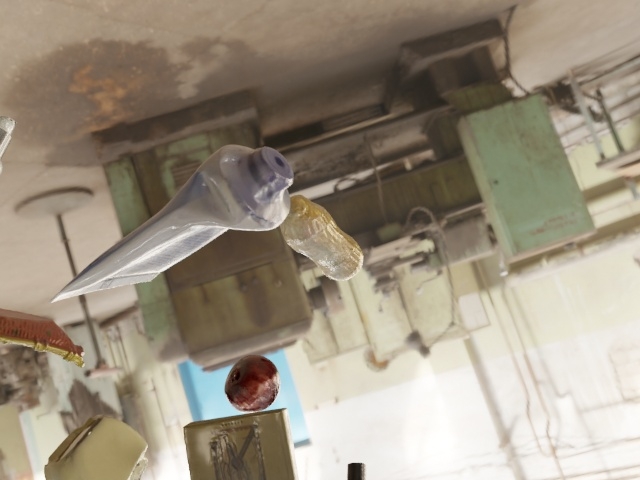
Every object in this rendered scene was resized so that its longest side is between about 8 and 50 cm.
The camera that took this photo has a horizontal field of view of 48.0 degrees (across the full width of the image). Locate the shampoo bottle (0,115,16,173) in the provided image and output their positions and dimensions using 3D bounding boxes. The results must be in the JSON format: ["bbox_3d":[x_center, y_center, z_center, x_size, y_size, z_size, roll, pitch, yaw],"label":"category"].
[{"bbox_3d":[-0.632,-0.148,1.349,0.074,0.192,0.074,9,151,5],"label":"shampoo bottle"}]

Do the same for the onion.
[{"bbox_3d":[-0.146,0.310,1.553,0.131,0.131,0.131,-18,171,-3],"label":"onion"}]

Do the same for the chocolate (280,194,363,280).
[{"bbox_3d":[0.000,0.000,1.873,0.134,0.134,0.309,-23,132,25],"label":"chocolate"}]

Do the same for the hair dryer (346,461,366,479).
[{"bbox_3d":[0.152,0.576,1.578,0.194,0.173,0.050,-4,156,10],"label":"hair dryer"}]

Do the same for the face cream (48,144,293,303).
[{"bbox_3d":[-0.210,-0.009,1.119,0.420,0.137,0.234,-32,172,28],"label":"face cream"}]

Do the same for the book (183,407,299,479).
[{"bbox_3d":[-0.106,0.365,1.021,0.161,0.231,0.026,-12,171,12],"label":"book"}]

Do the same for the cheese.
[{"bbox_3d":[-0.524,0.554,1.728,0.127,0.233,0.266,-40,-170,27],"label":"cheese"}]

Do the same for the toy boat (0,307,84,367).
[{"bbox_3d":[-0.637,0.192,1.464,0.317,0.099,0.141,9,-176,-12],"label":"toy boat"}]
